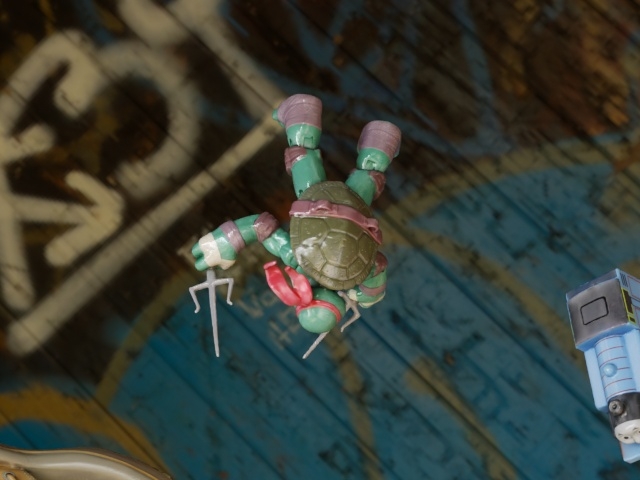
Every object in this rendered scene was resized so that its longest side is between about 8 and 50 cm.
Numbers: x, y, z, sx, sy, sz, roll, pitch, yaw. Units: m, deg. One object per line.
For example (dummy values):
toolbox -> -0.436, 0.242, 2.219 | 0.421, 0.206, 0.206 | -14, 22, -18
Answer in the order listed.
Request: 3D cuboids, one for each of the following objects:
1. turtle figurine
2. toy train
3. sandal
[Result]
turtle figurine -> 0.000, 0.000, 0.919 | 0.118, 0.175, 0.234 | -24, 46, 48
toy train -> 0.296, 0.120, 1.066 | 0.105, 0.184, 0.080 | 22, -40, -36
sandal -> -0.144, 0.125, 0.519 | 0.049, 0.180, 0.072 | -69, -3, -69
